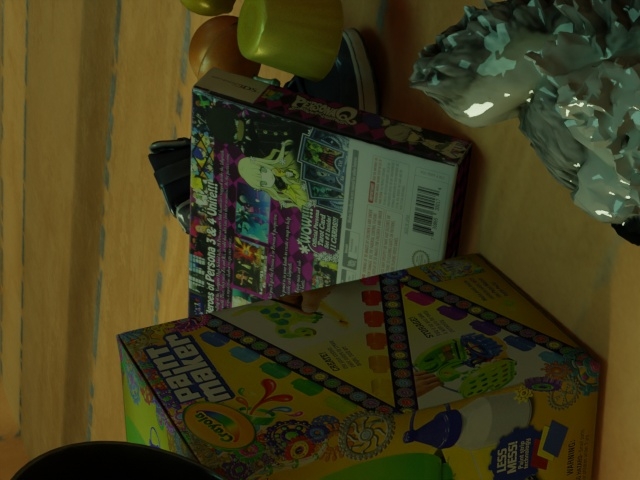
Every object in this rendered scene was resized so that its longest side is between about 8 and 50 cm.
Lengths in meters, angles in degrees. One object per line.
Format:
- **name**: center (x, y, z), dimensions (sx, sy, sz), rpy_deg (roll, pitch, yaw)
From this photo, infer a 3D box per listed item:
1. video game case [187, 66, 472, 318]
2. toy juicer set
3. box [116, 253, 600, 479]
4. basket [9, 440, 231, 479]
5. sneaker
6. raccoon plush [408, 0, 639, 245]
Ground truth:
- **video game case**: center (0.000, 0.000, 1.246), dimensions (0.210, 0.042, 0.232), rpy_deg (17, 129, 17)
- **toy juicer set**: center (-0.042, -0.264, 1.292), dimensions (0.209, 0.089, 0.329), rpy_deg (154, 119, -61)
- **box**: center (0.023, 0.197, 1.140), dimensions (0.177, 0.279, 0.290), rpy_deg (-133, 36, -55)
- **basket**: center (-0.108, 0.262, 0.955), dimensions (0.204, 0.154, 0.227), rpy_deg (36, 133, 27)
- **sneaker**: center (-0.050, -0.082, 1.329), dimensions (0.226, 0.163, 0.086), rpy_deg (116, 138, -56)
- **raccoon plush**: center (0.209, -0.166, 0.521), dimensions (0.299, 0.216, 0.446), rpy_deg (25, 104, 45)
